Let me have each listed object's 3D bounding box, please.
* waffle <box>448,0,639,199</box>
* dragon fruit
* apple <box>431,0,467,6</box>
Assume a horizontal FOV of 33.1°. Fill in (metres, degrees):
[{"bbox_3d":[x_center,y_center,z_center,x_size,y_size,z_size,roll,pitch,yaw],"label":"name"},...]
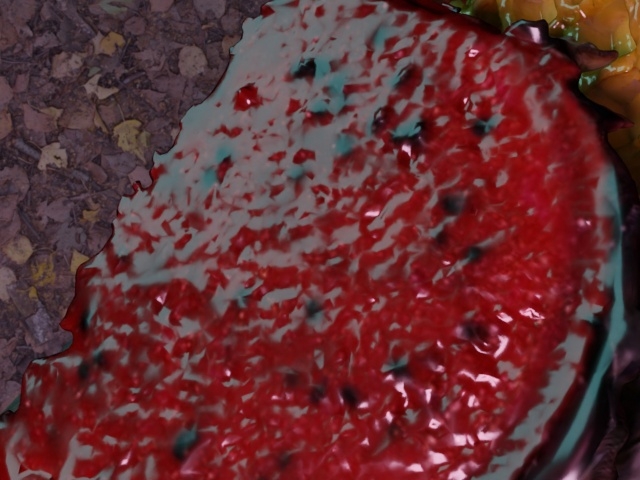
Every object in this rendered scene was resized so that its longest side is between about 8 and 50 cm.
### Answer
[{"bbox_3d":[0.150,-0.103,0.494,0.229,0.057,0.219,-31,59,49],"label":"waffle"},{"bbox_3d":[0.011,0.049,0.491,0.282,0.100,0.343,34,88,36],"label":"dragon fruit"},{"bbox_3d":[0.095,-0.255,1.175,0.253,0.253,0.253,-44,11,10],"label":"apple"}]
